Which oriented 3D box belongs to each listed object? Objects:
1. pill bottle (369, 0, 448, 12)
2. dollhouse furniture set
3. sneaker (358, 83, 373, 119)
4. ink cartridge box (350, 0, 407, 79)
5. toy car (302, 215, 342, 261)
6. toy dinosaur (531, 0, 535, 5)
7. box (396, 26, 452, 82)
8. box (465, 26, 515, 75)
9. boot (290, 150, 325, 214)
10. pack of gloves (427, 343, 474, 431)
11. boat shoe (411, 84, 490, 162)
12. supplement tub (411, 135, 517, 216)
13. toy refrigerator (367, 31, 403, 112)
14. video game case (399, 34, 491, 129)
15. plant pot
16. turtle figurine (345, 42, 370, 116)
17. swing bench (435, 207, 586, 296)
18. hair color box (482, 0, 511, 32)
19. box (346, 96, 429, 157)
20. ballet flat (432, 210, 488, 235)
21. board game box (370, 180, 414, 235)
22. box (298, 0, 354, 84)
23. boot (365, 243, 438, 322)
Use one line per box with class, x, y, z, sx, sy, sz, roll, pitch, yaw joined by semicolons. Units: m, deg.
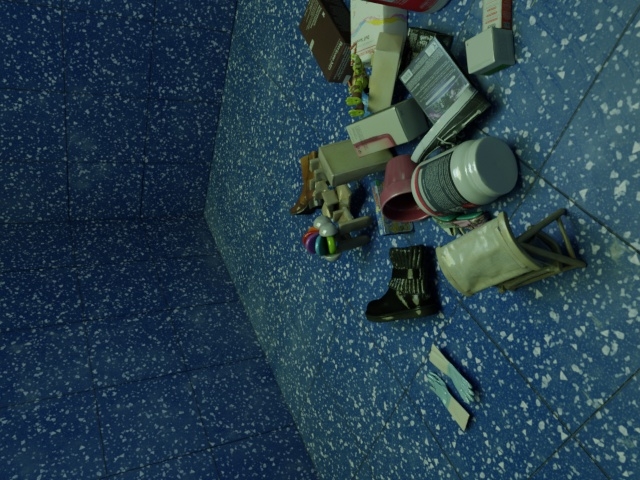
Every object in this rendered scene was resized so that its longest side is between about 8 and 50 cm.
pill bottle;0.213;-0.852;1.540;0.229;0.407;0.229;12;104;60
dollhouse furniture set;0.133;-0.224;2.039;0.394;0.256;0.362;92;159;-57
sneaker;0.191;-0.529;1.970;0.082;0.069;0.209;-38;61;52
ink cartridge box;0.213;-0.766;1.845;0.207;0.119;0.353;10;103;59
toy car;0.000;0.000;1.989;0.182;0.136;0.159;-127;24;-59
toy dinosaur;0.573;-0.710;1.304;0.092;0.053;0.183;121;145;-68
box;0.345;-0.609;1.673;0.147;0.077;0.180;45;132;49
box;0.485;-0.538;1.427;0.101;0.087;0.102;-7;88;61
boot;-0.084;-0.275;2.467;0.264;0.096;0.280;-24;72;59
pack of gloves;0.451;0.492;1.698;0.232;0.046;0.195;-129;33;-50
boat shoe;0.400;-0.333;1.545;0.105;0.113;0.306;41;130;2
supplement tub;0.420;-0.185;1.485;0.272;0.191;0.191;-19;77;60
toy refrigerator;0.221;-0.583;1.758;0.269;0.094;0.102;93;-170;-59
video game case;0.385;-0.470;1.572;0.274;0.026;0.196;55;145;3
plant pot;0.299;-0.187;1.723;0.201;0.201;0.180;132;143;-52
turtle figurine;0.140;-0.571;1.843;0.269;0.087;0.217;91;-177;-69
swing bench;0.494;0.042;1.322;0.253;0.254;0.165;-39;61;56
hair color box;0.503;-0.666;1.423;0.072;0.043;0.141;10;102;60
box;0.234;-0.396;1.755;0.232;0.148;0.127;-9;110;48
ballet flat;0.445;-0.052;1.594;0.221;0.077;0.079;6;120;60
board game box;0.264;-0.121;1.828;0.035;0.136;0.201;-26;72;60
box;0.052;-0.858;2.104;0.381;0.143;0.191;65;145;29
boot;0.277;0.157;1.842;0.348;0.131;0.260;-18;85;49
